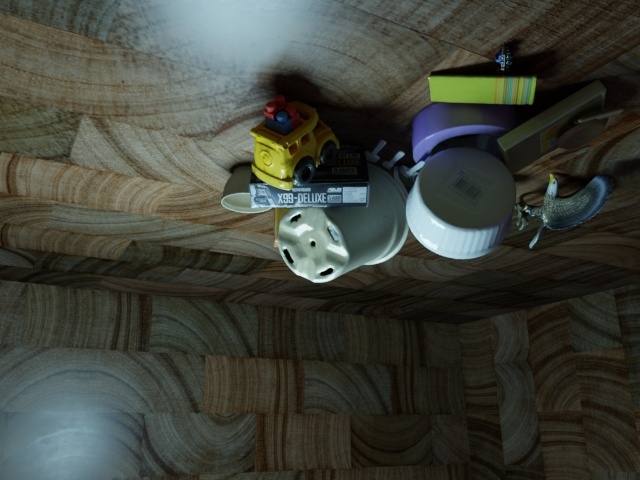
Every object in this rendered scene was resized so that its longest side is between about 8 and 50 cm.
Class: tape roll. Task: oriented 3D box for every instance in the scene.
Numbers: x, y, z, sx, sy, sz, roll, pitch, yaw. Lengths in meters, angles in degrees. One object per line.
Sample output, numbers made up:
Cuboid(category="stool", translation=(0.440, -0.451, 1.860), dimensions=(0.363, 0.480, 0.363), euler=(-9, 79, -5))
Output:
Cuboid(category="tape roll", translation=(0.378, -0.273, 1.550), dimensions=(0.275, 0.090, 0.275), euler=(0, 162, 0))

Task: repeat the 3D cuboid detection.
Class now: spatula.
Cuboid(category="spatula", translation=(0.209, -0.224, 1.644), dimensions=(0.168, 0.019, 0.242), euler=(27, 174, -4))

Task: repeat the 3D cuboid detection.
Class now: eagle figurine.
Cuboid(category="eagle figurine", translation=(0.785, -0.116, 1.898), dimensions=(0.298, 0.226, 0.225), euler=(-3, 142, 24))

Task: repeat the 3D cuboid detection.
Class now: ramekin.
Cuboid(category="ramekin", translation=(0.361, -0.104, 1.505), dimensions=(0.277, 0.277, 0.135), euler=(-2, 155, 3))

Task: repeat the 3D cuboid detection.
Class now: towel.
Cuboid(category="towel", translation=(0.372, -0.352, 1.360), dimensions=(0.237, 0.021, 0.102), euler=(5, 160, 16))

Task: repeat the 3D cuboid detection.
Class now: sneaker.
Cuboid(category="sneaker", translation=(0.301, -0.184, 1.855), dimensions=(0.086, 0.064, 0.192), euler=(-5, 159, 30))

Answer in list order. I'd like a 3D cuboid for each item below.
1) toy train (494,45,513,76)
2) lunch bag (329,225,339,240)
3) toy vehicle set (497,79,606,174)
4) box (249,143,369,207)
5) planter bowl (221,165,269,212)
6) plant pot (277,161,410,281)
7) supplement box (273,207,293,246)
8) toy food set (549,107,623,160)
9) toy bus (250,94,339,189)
Cuboid(category="toy train", translation=(0.407, -0.383, 1.316), dimensions=(0.036, 0.027, 0.158), euler=(6, 165, 16))
Cuboid(category="lunch bag", translation=(0.000, 0.000, 2.275), dimensions=(0.262, 0.160, 0.223), euler=(18, 160, -18))
Cuboid(category="toy vehicle set", translation=(0.572, -0.272, 1.464), dimensions=(0.267, 0.035, 0.166), euler=(-31, 154, 9))
Cuboid(category="box", translation=(-0.027, -0.179, 1.597), dimensions=(0.308, 0.242, 0.076), euler=(0, 124, 1))
Cuboid(category="planter bowl", translation=(-0.223, -0.165, 1.829), dimensions=(0.162, 0.109, 0.162), euler=(0, 163, 0))
Cuboid(category="plant pot", translation=(0.047, -0.037, 1.694), dimensions=(0.334, 0.333, 0.305), euler=(-13, -169, 34))
Cuboid(category="supplement box", translation=(-0.105, -0.098, 1.838), dimensions=(0.078, 0.233, 0.080), euler=(2, 166, -8))
Cuboid(category="toy food set", translation=(0.645, -0.272, 1.459), dimensions=(0.133, 0.038, 0.192), euler=(-15, 158, -9))
Cuboid(category="toy bus", translation=(-0.066, -0.268, 1.452), dimensions=(0.149, 0.220, 0.211), euler=(28, 143, 30))
